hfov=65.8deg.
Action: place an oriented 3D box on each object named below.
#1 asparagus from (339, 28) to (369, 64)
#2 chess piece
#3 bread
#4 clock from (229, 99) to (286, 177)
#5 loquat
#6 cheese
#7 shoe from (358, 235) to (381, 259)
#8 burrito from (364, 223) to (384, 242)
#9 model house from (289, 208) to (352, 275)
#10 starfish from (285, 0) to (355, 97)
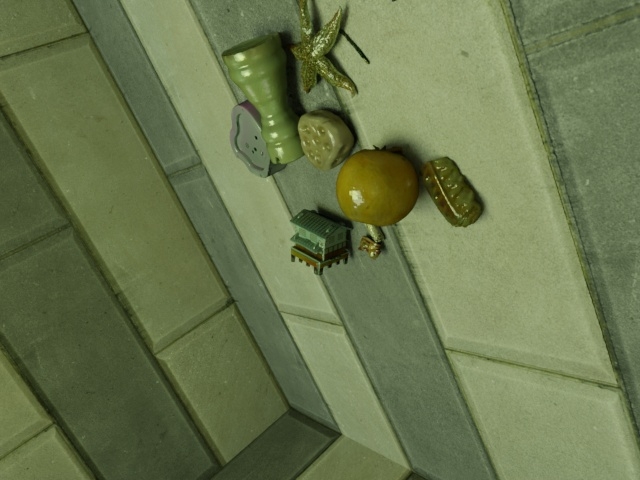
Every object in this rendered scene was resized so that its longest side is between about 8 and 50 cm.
[{"bbox_3d":[0.098,-0.606,1.527,0.016,0.013,0.166,-41,83,28],"label":"asparagus"},{"bbox_3d":[-0.182,-0.510,1.831,0.234,0.234,0.442,17,136,48],"label":"chess piece"},{"bbox_3d":[0.389,-0.142,1.499,0.232,0.088,0.128,57,143,7],"label":"bread"},{"bbox_3d":[-0.279,-0.442,2.145,0.338,0.102,0.338,36,144,31],"label":"clock"},{"bbox_3d":[0.184,-0.178,1.586,0.275,0.275,0.274,36,145,31],"label":"loquat"},{"bbox_3d":[0.015,-0.367,1.779,0.235,0.117,0.218,-19,101,57],"label":"cheese"},{"bbox_3d":[0.198,0.028,1.953,0.109,0.072,0.069,33,105,27],"label":"shoe"},{"bbox_3d":[0.188,-0.074,1.895,0.045,0.041,0.185,-23,98,42],"label":"burrito"},{"bbox_3d":[0.000,0.000,2.080,0.224,0.198,0.215,27,127,41],"label":"model house"},{"bbox_3d":[-0.030,-0.630,1.624,0.347,0.078,0.357,22,140,53],"label":"starfish"}]
